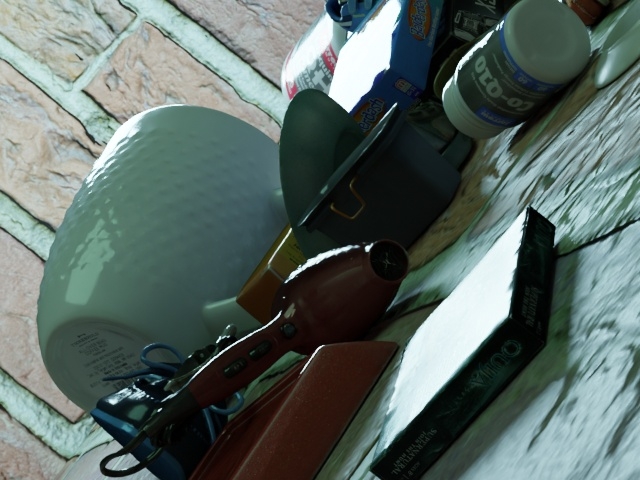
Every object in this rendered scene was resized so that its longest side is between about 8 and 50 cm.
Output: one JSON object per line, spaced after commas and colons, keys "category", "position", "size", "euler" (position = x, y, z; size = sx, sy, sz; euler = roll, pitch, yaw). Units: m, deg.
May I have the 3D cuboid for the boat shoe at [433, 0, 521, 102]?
{"category": "boat shoe", "position": [0.174, -0.185, 1.928], "size": [0.152, 0.056, 0.049], "euler": [-39, -9, -16]}

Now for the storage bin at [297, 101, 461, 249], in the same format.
{"category": "storage bin", "position": [0.057, -0.039, 1.695], "size": [0.135, 0.091, 0.098], "euler": [-49, 6, 31]}

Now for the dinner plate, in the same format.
{"category": "dinner plate", "position": [0.246, -0.172, 1.406], "size": [0.141, 0.017, 0.141], "euler": [-50, 4, 5]}

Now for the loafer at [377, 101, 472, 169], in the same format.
{"category": "loafer", "position": [0.094, -0.105, 1.863], "size": [0.096, 0.084, 0.267], "euler": [-51, 5, 4]}

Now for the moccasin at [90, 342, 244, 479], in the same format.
{"category": "moccasin", "position": [-0.158, 0.167, 1.908], "size": [0.117, 0.138, 0.342], "euler": [-48, 6, -8]}

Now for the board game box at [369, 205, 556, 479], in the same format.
{"category": "board game box", "position": [0.087, 0.060, 1.115], "size": [0.126, 0.026, 0.186], "euler": [-50, 6, 22]}

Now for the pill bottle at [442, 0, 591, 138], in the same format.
{"category": "pill bottle", "position": [0.160, -0.140, 1.578], "size": [0.078, 0.078, 0.137], "euler": [-55, 6, -31]}

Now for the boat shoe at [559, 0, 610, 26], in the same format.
{"category": "boat shoe", "position": [0.227, -0.215, 1.695], "size": [0.043, 0.049, 0.137], "euler": [-53, 10, 12]}

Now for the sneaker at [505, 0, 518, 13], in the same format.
{"category": "sneaker", "position": [0.211, -0.328, 2.356], "size": [0.276, 0.097, 0.135], "euler": [-81, 10, -56]}

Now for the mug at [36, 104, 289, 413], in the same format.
{"category": "mug", "position": [-0.144, 0.036, 2.180], "size": [0.374, 0.276, 0.328], "euler": [-12, 33, 29]}

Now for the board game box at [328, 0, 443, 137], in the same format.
{"category": "board game box", "position": [0.065, -0.188, 2.030], "size": [0.160, 0.047, 0.210], "euler": [-48, 18, 39]}

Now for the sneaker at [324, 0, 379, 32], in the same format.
{"category": "sneaker", "position": [0.055, -0.273, 2.171], "size": [0.144, 0.059, 0.053], "euler": [-24, 44, 59]}

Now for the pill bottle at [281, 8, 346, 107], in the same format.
{"category": "pill bottle", "position": [0.073, -0.271, 2.677], "size": [0.176, 0.176, 0.318], "euler": [-54, 5, -27]}

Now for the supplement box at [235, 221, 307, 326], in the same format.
{"category": "supplement box", "position": [0.000, 0.000, 2.008], "size": [0.078, 0.080, 0.233], "euler": [-45, 10, 44]}

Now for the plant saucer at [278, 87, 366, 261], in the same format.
{"category": "plant saucer", "position": [0.021, -0.055, 1.829], "size": [0.037, 0.195, 0.195], "euler": [-11, 26, 26]}

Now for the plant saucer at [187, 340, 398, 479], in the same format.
{"category": "plant saucer", "position": [-0.069, 0.196, 1.427], "size": [0.258, 0.048, 0.259], "euler": [-55, 7, -32]}

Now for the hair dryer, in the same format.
{"category": "hair dryer", "position": [-0.035, 0.094, 1.540], "size": [0.293, 0.080, 0.223], "euler": [-41, 5, 21]}

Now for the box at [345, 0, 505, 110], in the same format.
{"category": "box", "position": [0.117, -0.247, 2.187], "size": [0.242, 0.076, 0.307], "euler": [-46, 27, 41]}
